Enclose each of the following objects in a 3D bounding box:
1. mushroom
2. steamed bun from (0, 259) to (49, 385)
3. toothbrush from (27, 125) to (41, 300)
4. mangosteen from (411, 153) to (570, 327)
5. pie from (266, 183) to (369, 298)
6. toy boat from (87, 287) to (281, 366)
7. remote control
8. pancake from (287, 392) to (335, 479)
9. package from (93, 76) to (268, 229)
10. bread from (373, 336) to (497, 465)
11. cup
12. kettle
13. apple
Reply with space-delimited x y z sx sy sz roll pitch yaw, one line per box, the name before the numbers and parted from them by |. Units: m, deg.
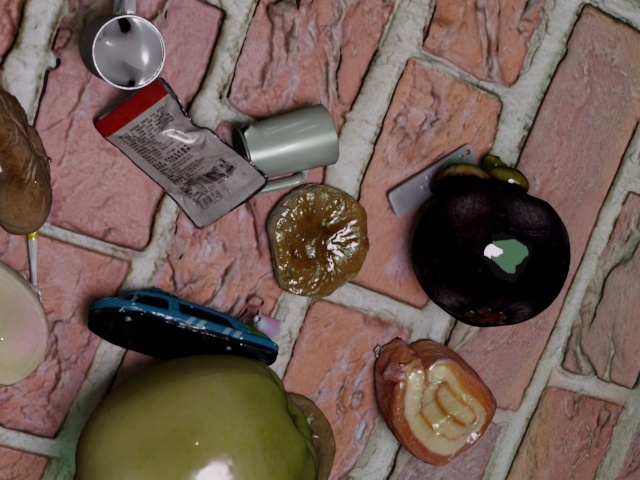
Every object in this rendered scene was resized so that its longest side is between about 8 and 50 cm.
mushroom | -0.457 -0.125 1.214 0.156 0.151 0.285 -37 109 -8
steamed bun | -0.485 0.082 1.265 0.238 0.170 0.152 48 68 -28
toothbrush | -0.422 -0.024 1.336 0.021 0.024 0.288 -2 104 -19
mangosteen | 0.287 -0.010 1.533 0.275 0.275 0.302 20 61 -26
pie | 0.000 0.000 1.509 0.195 0.046 0.195 -6 106 -23
toy boat | -0.213 0.127 1.431 0.299 0.134 0.092 21 58 -24
remote control | 0.193 -0.105 1.576 0.184 0.027 0.050 -32 115 -17
pancake | -0.079 0.379 1.572 0.242 0.050 0.242 -5 104 -21
package | -0.207 -0.125 1.354 0.154 0.030 0.239 -30 122 29
bread | 0.193 0.280 1.622 0.190 0.123 0.244 -48 115 -3
cup | -0.268 -0.281 1.274 0.099 0.133 0.136 32 90 -25
kettle | -0.058 -0.144 1.431 0.148 0.127 0.098 -17 78 -15
apple | -0.181 0.332 1.352 0.357 0.357 0.357 -6 106 -21
